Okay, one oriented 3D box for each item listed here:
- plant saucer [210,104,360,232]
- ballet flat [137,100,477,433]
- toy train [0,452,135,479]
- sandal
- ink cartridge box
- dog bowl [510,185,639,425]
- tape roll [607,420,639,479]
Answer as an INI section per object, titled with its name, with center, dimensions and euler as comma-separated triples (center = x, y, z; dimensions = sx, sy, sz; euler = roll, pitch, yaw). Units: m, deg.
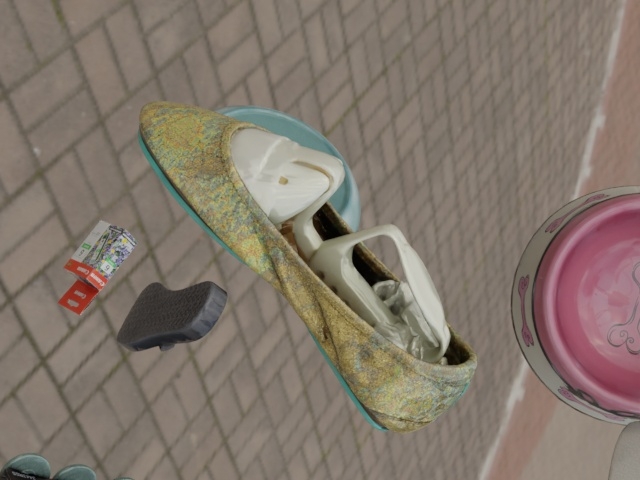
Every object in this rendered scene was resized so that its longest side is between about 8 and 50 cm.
[plant saucer]
center = -0.073, -0.102, 1.486
dimensions = 0.317, 0.317, 0.043
euler = -41, 169, -44
[ballet flat]
center = 0.000, 0.000, 0.771
dimensions = 0.348, 0.123, 0.123
euler = 51, 46, -3
[toy train]
center = -0.388, 0.444, 1.434
dimensions = 0.334, 0.142, 0.190
euler = 29, 96, -41
[sandal]
center = -0.188, 0.105, 1.208
dimensions = 0.054, 0.254, 0.097
euler = 38, 68, -25
[ink cartridge box]
center = -0.283, 0.032, 1.175
dimensions = 0.115, 0.063, 0.029
euler = -54, 131, -17
[dog bowl]
center = 0.522, 0.104, 1.549
dimensions = 0.150, 0.408, 0.408
euler = 30, 76, -83
[tape roll]
center = 0.383, 0.383, 0.999
dimensions = 0.392, 0.072, 0.392
euler = 24, 61, -56
